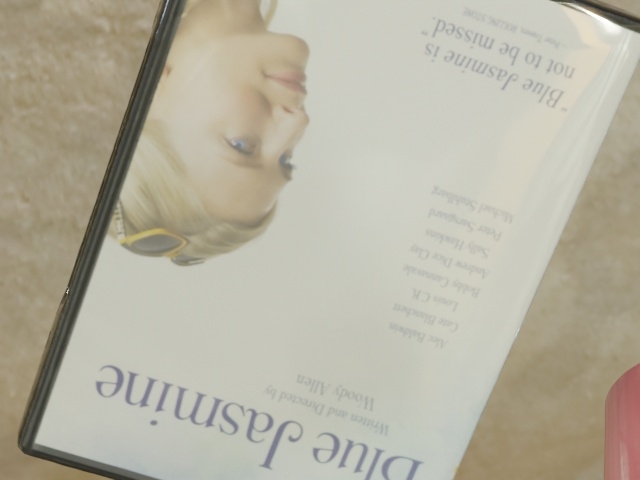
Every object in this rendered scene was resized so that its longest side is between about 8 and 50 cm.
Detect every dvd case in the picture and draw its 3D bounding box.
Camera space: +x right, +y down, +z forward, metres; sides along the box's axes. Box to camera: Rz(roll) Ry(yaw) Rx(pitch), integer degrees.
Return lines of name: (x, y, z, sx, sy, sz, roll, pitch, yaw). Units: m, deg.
dvd case: (0.000, 0.000, 0.605, 0.180, 0.022, 0.253, 18, 109, -11)

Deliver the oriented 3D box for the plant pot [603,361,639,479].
plant pot: (0.264, 0.172, 0.973, 0.201, 0.180, 0.201, -4, 143, -3)
